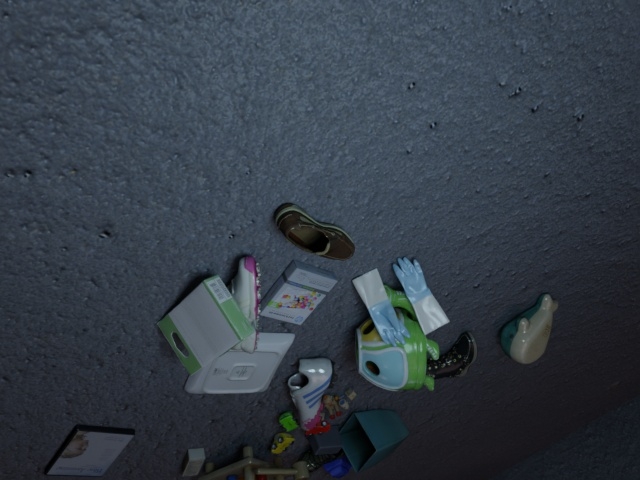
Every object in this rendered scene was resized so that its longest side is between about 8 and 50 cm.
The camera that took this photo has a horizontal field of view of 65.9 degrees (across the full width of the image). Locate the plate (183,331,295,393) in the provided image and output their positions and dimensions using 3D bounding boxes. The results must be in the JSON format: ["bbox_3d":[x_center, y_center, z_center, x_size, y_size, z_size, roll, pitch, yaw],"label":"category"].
[{"bbox_3d":[-0.241,0.382,1.486,0.278,0.045,0.277,8,126,-28],"label":"plate"}]

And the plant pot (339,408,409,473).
[{"bbox_3d":[0.224,0.775,1.955,0.234,0.165,0.165,1,130,-38],"label":"plant pot"}]

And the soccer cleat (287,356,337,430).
[{"bbox_3d":[-0.050,0.507,1.648,0.143,0.116,0.331,8,123,-13],"label":"soccer cleat"}]

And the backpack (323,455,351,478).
[{"bbox_3d":[0.073,0.948,2.087,0.098,0.101,0.120,-30,138,13],"label":"backpack"}]

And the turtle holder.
[{"bbox_3d":[0.223,0.312,1.492,0.228,0.243,0.320,-2,141,0],"label":"turtle holder"}]

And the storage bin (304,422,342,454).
[{"bbox_3d":[0.016,0.779,1.916,0.135,0.091,0.098,10,125,-29],"label":"storage bin"}]

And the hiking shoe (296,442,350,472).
[{"bbox_3d":[0.008,0.855,1.976,0.227,0.086,0.114,-15,148,-24],"label":"hiking shoe"}]

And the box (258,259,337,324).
[{"bbox_3d":[-0.064,0.147,1.359,0.145,0.038,0.186,21,120,-36],"label":"box"}]

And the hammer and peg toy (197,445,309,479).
[{"bbox_3d":[-0.239,0.846,1.807,0.361,0.127,0.266,-30,135,19],"label":"hammer and peg toy"}]

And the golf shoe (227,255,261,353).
[{"bbox_3d":[-0.221,0.172,1.266,0.140,0.115,0.306,4,122,-8],"label":"golf shoe"}]

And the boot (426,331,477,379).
[{"bbox_3d":[0.465,0.437,1.811,0.179,0.085,0.236,-7,132,-14],"label":"boot"}]

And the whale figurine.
[{"bbox_3d":[0.766,0.316,1.824,0.216,0.141,0.271,27,91,-38],"label":"whale figurine"}]

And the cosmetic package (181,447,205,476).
[{"bbox_3d":[-0.454,0.789,1.758,0.060,0.041,0.115,9,125,-29],"label":"cosmetic package"}]

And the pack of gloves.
[{"bbox_3d":[0.228,0.171,1.389,0.195,0.232,0.046,-27,174,-3],"label":"pack of gloves"}]

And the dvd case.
[{"bbox_3d":[-0.721,0.662,1.544,0.180,0.022,0.253,22,118,-36],"label":"dvd case"}]

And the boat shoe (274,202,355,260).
[{"bbox_3d":[-0.005,0.006,1.217,0.258,0.095,0.095,25,116,-37],"label":"boat shoe"}]

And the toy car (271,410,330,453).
[{"bbox_3d":[-0.098,0.675,1.803,0.239,0.053,0.225,-24,134,-3],"label":"toy car"}]

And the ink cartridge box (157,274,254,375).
[{"bbox_3d":[-0.292,0.217,1.238,0.235,0.171,0.056,-39,172,34],"label":"ink cartridge box"}]

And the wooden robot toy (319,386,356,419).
[{"bbox_3d":[0.043,0.583,1.773,0.173,0.076,0.079,-31,123,5],"label":"wooden robot toy"}]
